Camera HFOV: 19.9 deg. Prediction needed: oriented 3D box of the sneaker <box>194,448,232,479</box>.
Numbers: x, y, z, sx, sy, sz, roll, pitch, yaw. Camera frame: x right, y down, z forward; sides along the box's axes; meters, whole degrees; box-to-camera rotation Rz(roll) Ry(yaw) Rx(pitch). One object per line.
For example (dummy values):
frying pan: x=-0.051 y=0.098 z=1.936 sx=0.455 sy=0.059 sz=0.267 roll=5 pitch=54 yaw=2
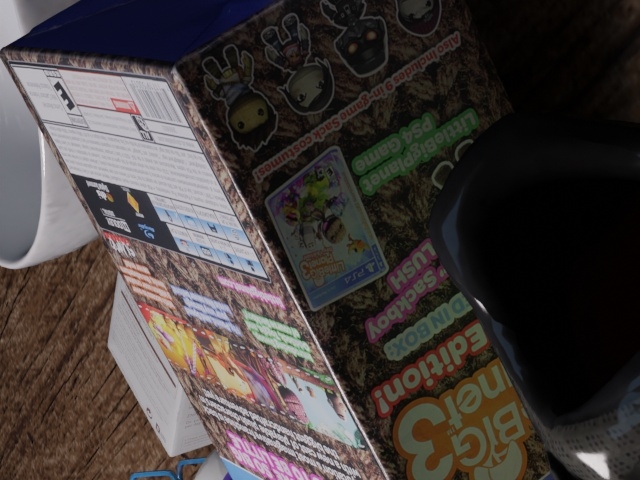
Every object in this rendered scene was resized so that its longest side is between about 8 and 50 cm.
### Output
sneaker: x=0.027 y=0.288 z=1.127 sx=0.236 sy=0.130 sz=0.323 roll=31 pitch=136 yaw=48

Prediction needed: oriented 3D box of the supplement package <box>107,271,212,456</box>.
supplement package: x=-0.066 y=0.038 z=1.196 sx=0.105 sy=0.105 sz=0.179 roll=57 pitch=149 yaw=33

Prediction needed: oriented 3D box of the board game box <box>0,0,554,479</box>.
board game box: x=0.000 y=0.000 z=0.910 sx=0.232 sy=0.141 sz=0.291 roll=15 pitch=136 yaw=61

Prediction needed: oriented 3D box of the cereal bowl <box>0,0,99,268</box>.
cereal bowl: x=-0.203 y=-0.157 z=1.321 sx=0.339 sy=0.141 sz=0.339 roll=40 pitch=137 yaw=50

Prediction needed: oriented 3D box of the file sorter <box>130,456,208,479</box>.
file sorter: x=-0.110 y=0.216 z=1.314 sx=0.118 sy=0.170 sz=0.104 roll=-20 pitch=84 yaw=64

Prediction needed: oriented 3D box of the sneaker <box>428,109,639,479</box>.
sneaker: x=0.180 y=0.102 z=0.566 sx=0.185 sy=0.202 sz=0.483 roll=-59 pitch=37 yaw=9
